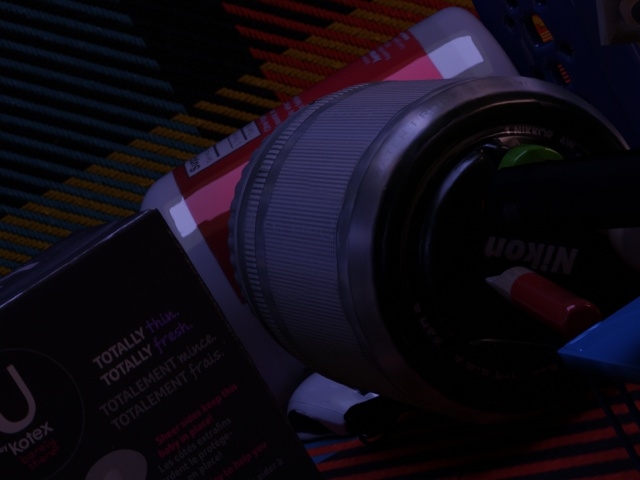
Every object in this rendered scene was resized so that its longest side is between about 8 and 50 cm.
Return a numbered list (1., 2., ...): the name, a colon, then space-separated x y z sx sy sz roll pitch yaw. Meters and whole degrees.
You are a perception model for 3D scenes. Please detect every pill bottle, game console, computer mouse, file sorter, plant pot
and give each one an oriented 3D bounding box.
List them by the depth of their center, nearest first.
1. game console: 0.306 -0.032 0.808 0.342 0.060 0.386 -9 2 -31
2. file sorter: 0.211 0.069 0.925 0.118 0.104 0.170 -32 9 -11
3. computer mouse: 0.022 0.119 1.516 0.106 0.042 0.193 -36 10 -27
4. plant pot: 0.296 -0.173 1.643 0.236 0.236 0.212 -32 14 -12
5. pill bottle: 0.000 0.000 1.651 0.407 0.229 0.229 -31 8 1

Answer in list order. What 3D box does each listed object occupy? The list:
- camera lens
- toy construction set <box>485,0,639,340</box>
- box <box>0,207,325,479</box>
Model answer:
1. camera lens: 0.076 0.001 1.331 0.219 0.219 0.274 -34 15 -18
2. toy construction set: 0.219 -0.067 1.155 0.309 0.257 0.237 -34 14 -6
3. box: -0.099 0.142 1.016 0.165 0.270 0.143 -34 9 -22
